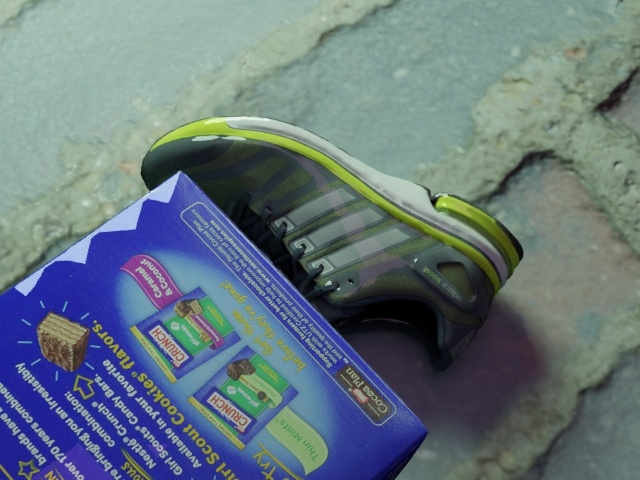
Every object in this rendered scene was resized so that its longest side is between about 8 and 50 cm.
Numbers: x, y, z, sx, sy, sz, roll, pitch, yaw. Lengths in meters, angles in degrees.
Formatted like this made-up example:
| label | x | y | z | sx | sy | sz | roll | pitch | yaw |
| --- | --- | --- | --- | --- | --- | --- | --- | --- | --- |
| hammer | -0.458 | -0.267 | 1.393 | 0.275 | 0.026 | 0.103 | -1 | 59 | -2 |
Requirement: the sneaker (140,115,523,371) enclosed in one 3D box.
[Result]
| label | x | y | z | sx | sy | sz | roll | pitch | yaw |
| --- | --- | --- | --- | --- | --- | --- | --- | --- | --- |
| sneaker | 0.000 | 0.000 | 1.196 | 0.300 | 0.111 | 0.121 | 20 | 63 | 3 |

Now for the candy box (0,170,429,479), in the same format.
| label | x | y | z | sx | sy | sz | roll | pitch | yaw |
| --- | --- | --- | --- | --- | --- | --- | --- | --- | --- |
| candy box | -0.135 | 0.148 | 1.074 | 0.317 | 0.122 | 0.268 | -36 | 74 | -27 |
